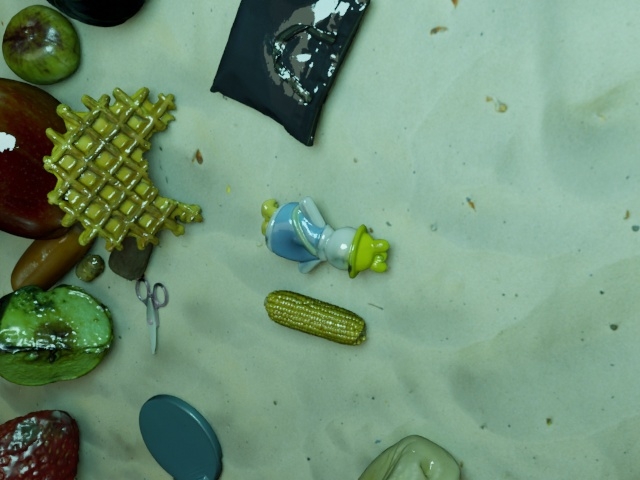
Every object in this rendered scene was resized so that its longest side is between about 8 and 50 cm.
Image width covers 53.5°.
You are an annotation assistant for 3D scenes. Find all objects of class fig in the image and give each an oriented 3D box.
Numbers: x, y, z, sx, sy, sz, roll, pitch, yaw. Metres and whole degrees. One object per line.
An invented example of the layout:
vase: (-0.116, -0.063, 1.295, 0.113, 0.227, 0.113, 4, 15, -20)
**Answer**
fig: (-0.521, -0.360, 1.185, 0.153, 0.121, 0.135, -33, 88, 34)

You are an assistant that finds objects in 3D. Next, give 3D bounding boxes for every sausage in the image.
sausage: (-0.587, 0.033, 1.388, 0.274, 0.105, 0.105, -35, 91, 32)

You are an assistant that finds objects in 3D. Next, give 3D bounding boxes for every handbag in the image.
handbag: (-0.054, -0.300, 0.990, 0.211, 0.089, 0.254, 33, 117, 15)

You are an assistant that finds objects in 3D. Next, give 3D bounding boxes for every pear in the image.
pear: (-0.599, 0.226, 1.441, 0.255, 0.239, 0.163, 120, 144, -52)

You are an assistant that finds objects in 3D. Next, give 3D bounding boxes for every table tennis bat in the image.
table tennis bat: (-0.303, 0.501, 1.468, 0.215, 0.044, 0.329, -32, 91, 32)

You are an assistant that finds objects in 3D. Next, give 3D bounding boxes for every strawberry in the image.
strawberry: (-0.739, 0.586, 1.579, 0.310, 0.292, 0.291, -31, 94, 35)

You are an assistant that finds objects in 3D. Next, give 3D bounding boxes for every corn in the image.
corn: (-0.013, 0.139, 1.155, 0.208, 0.068, 0.068, 16, 116, 22)

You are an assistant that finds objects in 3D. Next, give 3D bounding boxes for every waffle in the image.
waffle: (-0.360, -0.122, 1.141, 0.069, 0.260, 0.292, 16, 118, 60)

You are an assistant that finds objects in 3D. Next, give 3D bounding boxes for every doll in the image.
doll: (0.000, 0.000, 1.076, 0.241, 0.099, 0.135, 17, 94, 20)

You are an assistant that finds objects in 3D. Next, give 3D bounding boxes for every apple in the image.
apple: (-0.577, -0.155, 1.202, 0.317, 0.288, 0.288, 39, 124, -14)

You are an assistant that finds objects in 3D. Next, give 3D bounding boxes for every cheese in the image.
cheese: (0.139, 0.457, 1.124, 0.117, 0.218, 0.235, 42, 101, 0)

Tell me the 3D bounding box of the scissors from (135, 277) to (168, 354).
scissors: (-0.363, 0.167, 1.374, 0.086, 0.022, 0.176, 11, 112, 22)

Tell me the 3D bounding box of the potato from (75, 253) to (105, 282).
potato: (-0.506, 0.060, 1.394, 0.083, 0.040, 0.051, -34, 92, 32)

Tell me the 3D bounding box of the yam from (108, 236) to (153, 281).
yam: (-0.381, 0.010, 1.288, 0.084, 0.084, 0.127, 33, 124, 12)

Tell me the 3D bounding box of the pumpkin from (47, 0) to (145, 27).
pumpkin: (-0.371, -0.485, 1.021, 0.248, 0.248, 0.247, 10, 114, 24)
